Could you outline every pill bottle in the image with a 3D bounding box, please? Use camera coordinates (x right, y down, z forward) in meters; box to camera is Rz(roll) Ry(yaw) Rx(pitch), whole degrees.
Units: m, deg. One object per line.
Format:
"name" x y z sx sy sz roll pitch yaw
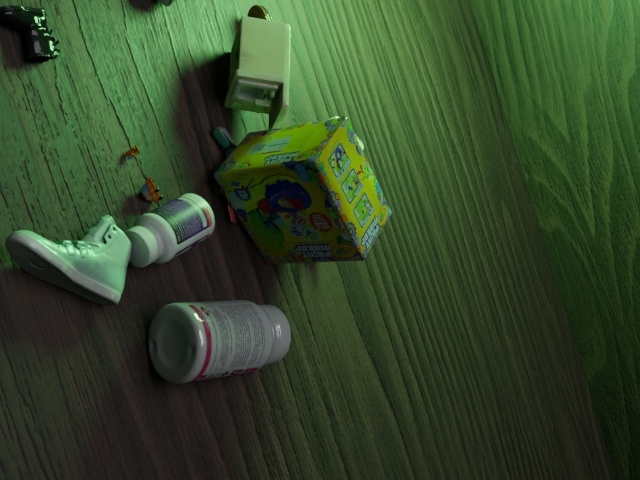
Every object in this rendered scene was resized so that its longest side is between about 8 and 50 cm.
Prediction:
"pill bottle" -0.202 0.205 1.614 0.283 0.160 0.160 2 76 -51
"pill bottle" -0.316 -0.018 1.592 0.193 0.108 0.108 -36 106 -52

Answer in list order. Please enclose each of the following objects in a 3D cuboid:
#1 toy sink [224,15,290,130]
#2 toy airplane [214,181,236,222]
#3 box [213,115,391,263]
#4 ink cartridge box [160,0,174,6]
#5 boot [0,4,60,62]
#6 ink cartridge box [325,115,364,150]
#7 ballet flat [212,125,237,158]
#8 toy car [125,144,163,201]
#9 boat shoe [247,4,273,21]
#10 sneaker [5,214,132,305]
"toy sink" -0.155 -0.393 1.867 0.131 0.153 0.234 6 69 -15
"toy airplane" -0.200 -0.116 1.840 0.151 0.028 0.151 13 73 -51
"box" -0.036 -0.107 1.790 0.279 0.289 0.177 61 43 -30
"ink cartridge box" -0.391 -0.676 1.800 0.232 0.066 0.189 38 47 -10
"boot" -0.559 -0.392 1.473 0.121 0.045 0.099 -17 94 -53
"ink cartridge box" 0.039 -0.224 2.139 0.139 0.082 0.191 42 46 -36
"ballet flat" -0.216 -0.226 1.854 0.114 0.041 0.041 59 40 -20
"toy car" -0.376 -0.135 1.633 0.040 0.060 0.122 -28 81 -9
"boat shoe" -0.137 -0.512 2.033 0.073 0.073 0.207 -19 100 -55
"sneaker" -0.453 0.005 1.418 0.256 0.094 0.151 41 53 -49
